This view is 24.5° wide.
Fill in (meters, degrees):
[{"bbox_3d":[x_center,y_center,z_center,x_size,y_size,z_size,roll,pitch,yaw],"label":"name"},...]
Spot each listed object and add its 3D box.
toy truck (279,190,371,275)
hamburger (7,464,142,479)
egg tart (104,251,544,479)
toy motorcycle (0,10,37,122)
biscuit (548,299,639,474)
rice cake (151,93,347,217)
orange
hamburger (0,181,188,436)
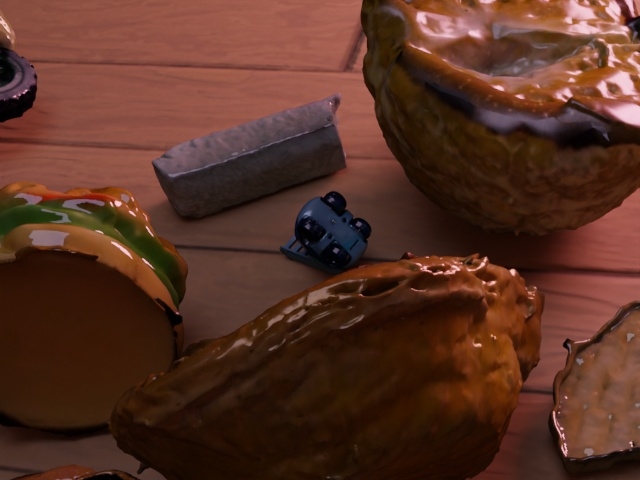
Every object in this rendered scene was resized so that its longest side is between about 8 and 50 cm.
[{"bbox_3d":[0.000,0.000,1.402,0.073,0.090,0.056,46,58,-6],"label":"toy truck"},{"bbox_3d":[-0.194,0.275,1.134,0.231,0.107,0.231,-7,39,6],"label":"hamburger"},{"bbox_3d":[0.008,0.131,1.124,0.339,0.351,0.153,-24,71,15],"label":"egg tart"},{"bbox_3d":[-0.515,-0.230,1.649,0.410,0.169,0.237,12,27,-9],"label":"toy motorcycle"},{"bbox_3d":[0.325,0.110,1.218,0.273,0.036,0.187,-5,44,10],"label":"biscuit"},{"bbox_3d":[-0.066,-0.083,1.502,0.206,0.069,0.063,-16,41,-6],"label":"rice cake"},{"bbox_3d":[0.170,-0.134,1.380,0.271,0.210,0.369,4,42,-15],"label":"orange"},{"bbox_3d":[-0.229,0.047,1.300,0.237,0.237,0.149,-9,39,6],"label":"hamburger"}]
